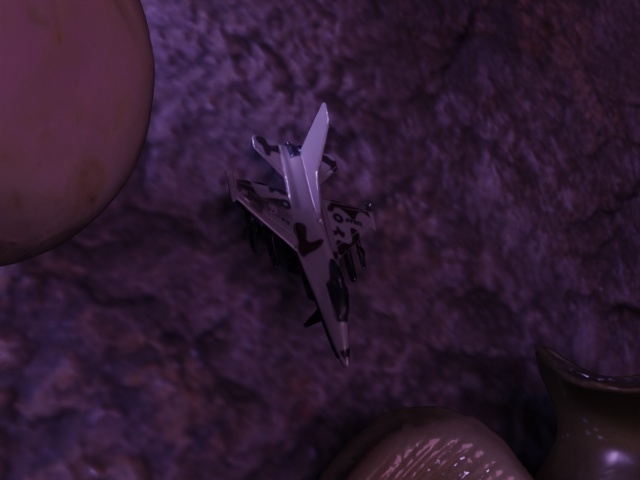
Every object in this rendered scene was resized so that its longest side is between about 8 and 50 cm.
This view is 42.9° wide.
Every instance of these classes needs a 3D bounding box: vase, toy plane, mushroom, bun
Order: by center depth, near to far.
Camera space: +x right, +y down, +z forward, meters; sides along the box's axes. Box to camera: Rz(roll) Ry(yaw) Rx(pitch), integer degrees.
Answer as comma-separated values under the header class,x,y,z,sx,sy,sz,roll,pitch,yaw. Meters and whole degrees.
class,x,y,z,sx,sy,sz,roll,pitch,yaw
mushroom,-0.230,-0.111,0.535,0.246,0.202,0.246,-49,148,-46
bun,0.088,0.252,0.680,0.222,0.127,0.222,-1,73,2
toy plane,-0.010,0.001,0.695,0.160,0.082,0.234,11,65,-36
vase,0.306,0.253,0.767,0.329,0.240,0.302,15,73,-61
